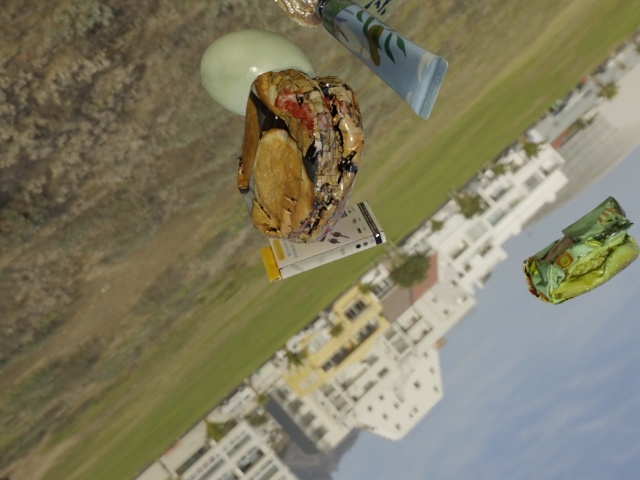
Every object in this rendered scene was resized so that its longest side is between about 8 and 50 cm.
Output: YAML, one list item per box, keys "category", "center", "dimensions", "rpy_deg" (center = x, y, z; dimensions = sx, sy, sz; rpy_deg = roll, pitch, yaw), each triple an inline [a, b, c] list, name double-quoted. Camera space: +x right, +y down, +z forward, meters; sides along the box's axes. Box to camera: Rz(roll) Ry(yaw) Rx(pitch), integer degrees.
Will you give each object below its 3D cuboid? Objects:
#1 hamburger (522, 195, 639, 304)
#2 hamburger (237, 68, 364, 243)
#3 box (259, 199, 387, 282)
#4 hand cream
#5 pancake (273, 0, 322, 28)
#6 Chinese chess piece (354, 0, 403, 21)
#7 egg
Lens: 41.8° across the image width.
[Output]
- category: "hamburger"
  center: [0.487, 0.023, 1.508]
  dimensions: [0.214, 0.125, 0.235]
  rpy_deg: [-39, -174, -41]
- category: "hamburger"
  center: [-0.028, -0.104, 1.068]
  dimensions: [0.107, 0.230, 0.231]
  rpy_deg: [-3, 151, -35]
- category: "box"
  center: [0.000, 0.000, 1.689]
  dimensions: [0.247, 0.033, 0.129]
  rpy_deg: [-20, -144, -3]
- category: "hand cream"
  center: [0.083, -0.282, 1.210]
  dimensions: [0.058, 0.271, 0.091]
  rpy_deg: [-10, 134, -37]
- category: "pancake"
  center: [-0.028, -0.527, 1.540]
  dimensions: [0.212, 0.257, 0.056]
  rpy_deg: [-47, -171, 9]
- category: "Chinese chess piece"
  center: [0.120, -0.552, 1.811]
  dimensions: [0.188, 0.083, 0.188]
  rpy_deg: [-34, 157, -17]
- category: "egg"
  center: [-0.135, -0.355, 1.784]
  dimensions: [0.186, 0.253, 0.186]
  rpy_deg: [5, 90, -77]
